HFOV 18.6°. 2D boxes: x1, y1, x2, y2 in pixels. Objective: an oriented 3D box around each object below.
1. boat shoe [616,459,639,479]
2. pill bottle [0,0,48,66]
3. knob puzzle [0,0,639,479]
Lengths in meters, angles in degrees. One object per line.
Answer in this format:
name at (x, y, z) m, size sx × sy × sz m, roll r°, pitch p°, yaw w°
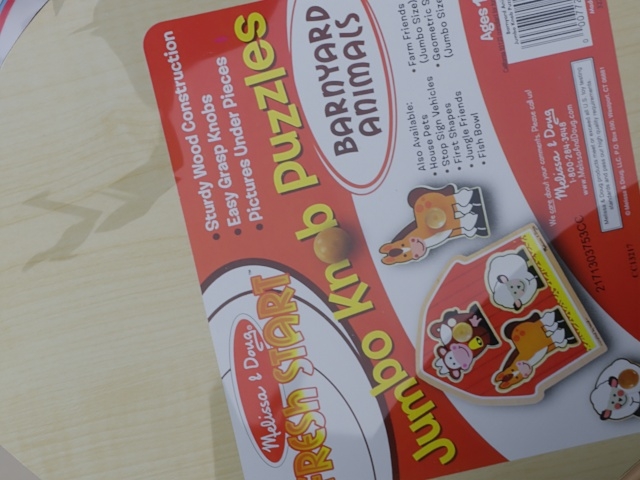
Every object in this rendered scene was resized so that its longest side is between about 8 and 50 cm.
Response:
boat shoe at (0.068, 0.161, 0.451) m, size 0.123 × 0.123 × 0.342 m, roll 27°, pitch 103°, yaw 9°
pill bottle at (-0.127, -0.072, 0.751) m, size 0.160 × 0.087 × 0.087 m, roll 15°, pitch 114°, yaw 19°
knob puzzle at (0.000, 0.000, 0.462) m, size 0.213 × 0.030 × 0.213 m, roll -1°, pitch 104°, yaw -4°
